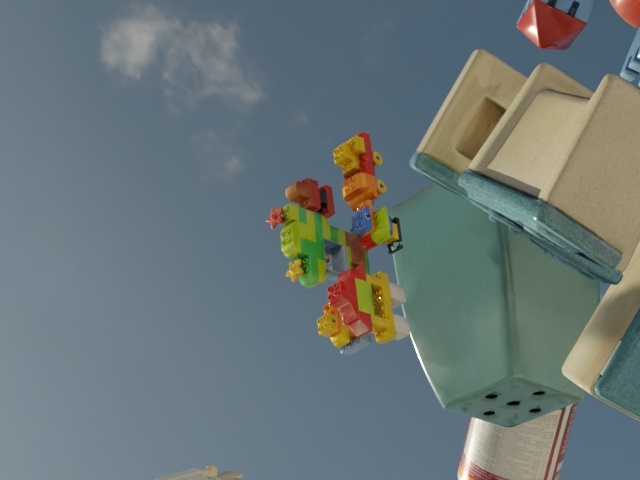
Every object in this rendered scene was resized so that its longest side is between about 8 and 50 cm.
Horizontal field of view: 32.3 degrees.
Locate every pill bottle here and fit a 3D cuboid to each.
[{"bbox_3d":[0.246,0.206,1.335,0.121,0.121,0.221,4,-74,-27],"label":"pill bottle"}]

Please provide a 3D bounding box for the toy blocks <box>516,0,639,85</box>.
[{"bbox_3d":[0.340,-0.219,0.898,0.381,0.191,0.261,26,-108,-1],"label":"toy blocks"}]

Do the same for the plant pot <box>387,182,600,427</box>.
[{"bbox_3d":[0.190,0.062,1.153,0.165,0.234,0.165,21,-38,-35],"label":"plant pot"}]

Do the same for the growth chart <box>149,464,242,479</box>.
[{"bbox_3d":[-0.129,0.313,1.286,0.172,0.237,0.021,-2,-80,-34],"label":"growth chart"}]

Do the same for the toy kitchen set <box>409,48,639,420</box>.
[{"bbox_3d":[0.143,0.017,0.519,0.207,0.166,0.122,28,-86,-21],"label":"toy kitchen set"}]

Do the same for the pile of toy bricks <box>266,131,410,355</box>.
[{"bbox_3d":[0.000,0.000,0.989,0.105,0.212,0.118,20,-38,-38],"label":"pile of toy bricks"}]
